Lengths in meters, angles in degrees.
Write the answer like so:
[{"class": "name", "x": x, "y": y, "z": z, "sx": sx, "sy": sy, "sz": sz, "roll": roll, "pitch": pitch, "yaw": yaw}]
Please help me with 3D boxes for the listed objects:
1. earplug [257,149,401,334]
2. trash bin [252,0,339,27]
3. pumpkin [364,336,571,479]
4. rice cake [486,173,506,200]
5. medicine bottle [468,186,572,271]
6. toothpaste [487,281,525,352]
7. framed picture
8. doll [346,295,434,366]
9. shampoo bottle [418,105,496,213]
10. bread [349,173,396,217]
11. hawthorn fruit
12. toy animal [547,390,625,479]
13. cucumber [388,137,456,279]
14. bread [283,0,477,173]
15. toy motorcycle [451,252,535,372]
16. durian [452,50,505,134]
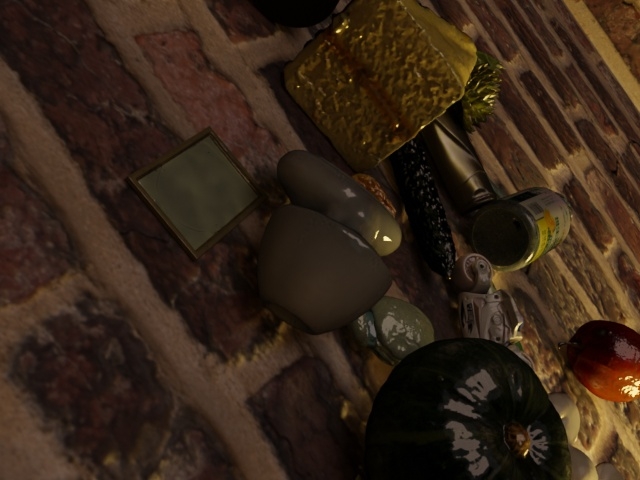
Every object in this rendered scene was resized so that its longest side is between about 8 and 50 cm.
[{"class": "earplug", "x": 0.008, "y": -0.008, "z": 1.080, "sx": 0.214, "sy": 0.175, "sz": 0.325, "roll": 37, "pitch": 29, "yaw": -16}, {"class": "trash bin", "x": -0.010, "y": -0.560, "z": 1.447, "sx": 0.214, "sy": 0.214, "sz": 0.334, "roll": 39, "pitch": 41, "yaw": -21}, {"class": "pumpkin", "x": 0.187, "y": 0.276, "z": 1.016, "sx": 0.300, "sy": 0.207, "sz": 0.300, "roll": 17, "pitch": 64, "yaw": -38}, {"class": "rice cake", "x": 0.389, "y": -0.104, "z": 1.701, "sx": 0.121, "sy": 0.021, "sz": 0.022, "roll": 45, "pitch": 47, "yaw": -15}, {"class": "medicine bottle", "x": 0.423, "y": -0.033, "z": 1.582, "sx": 0.293, "sy": 0.141, "sz": 0.141, "roll": -19, "pitch": 77, "yaw": -54}, {"class": "toothpaste", "x": 0.329, "y": 0.155, "z": 1.414, "sx": 0.064, "sy": 0.041, "sz": 0.218, "roll": -12, "pitch": 74, "yaw": -38}, {"class": "framed picture", "x": -0.161, "y": -0.070, "z": 1.052, "sx": 0.136, "sy": 0.010, "sz": 0.201, "roll": 50, "pitch": 35, "yaw": -6}, {"class": "doll", "x": 0.115, "y": 0.138, "z": 1.149, "sx": 0.214, "sy": 0.071, "sz": 0.103, "roll": 30, "pitch": 41, "yaw": -25}, {"class": "shampoo bottle", "x": 0.250, "y": -0.220, "z": 1.583, "sx": 0.125, "sy": 0.084, "sz": 0.350, "roll": 0, "pitch": 63, "yaw": -56}, {"class": "bread", "x": 0.077, "y": -0.061, "z": 1.291, "sx": 0.110, "sy": 0.044, "sz": 0.083, "roll": 55, "pitch": 39, "yaw": 2}, {"class": "hawthorn fruit", "x": 0.556, "y": 0.231, "z": 1.532, "sx": 0.194, "sy": 0.157, "sz": 0.157, "roll": 22, "pitch": 45, "yaw": -13}, {"class": "toy animal", "x": 0.382, "y": 0.347, "z": 1.246, "sx": 0.178, "sy": 0.127, "sz": 0.193, "roll": 4, "pitch": 57, "yaw": -50}, {"class": "cucumber", "x": 0.185, "y": -0.057, "z": 1.390, "sx": 0.072, "sy": 0.072, "sz": 0.300, "roll": 14, "pitch": 52, "yaw": -43}, {"class": "bread", "x": 0.100, "y": -0.303, "z": 1.328, "sx": 0.236, "sy": 0.263, "sz": 0.198, "roll": 44, "pitch": 34, "yaw": -14}, {"class": "toy motorcycle", "x": 0.287, "y": 0.143, "z": 1.338, "sx": 0.112, "sy": 0.112, "sz": 0.254, "roll": -1, "pitch": 64, "yaw": -49}, {"class": "durian", "x": 0.292, "y": -0.339, "z": 1.649, "sx": 0.169, "sy": 0.157, "sz": 0.355, "roll": 24, "pitch": 21, "yaw": -14}]
